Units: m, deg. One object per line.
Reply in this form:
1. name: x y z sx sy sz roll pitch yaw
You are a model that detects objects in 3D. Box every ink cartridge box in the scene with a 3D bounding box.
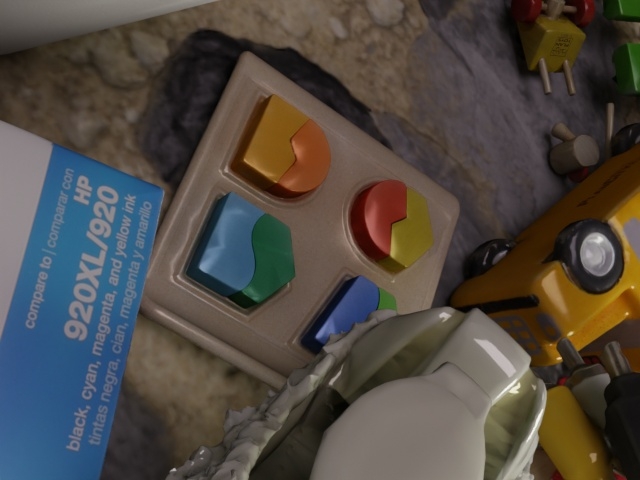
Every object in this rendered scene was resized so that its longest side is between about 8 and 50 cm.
1. ink cartridge box: -0.214 0.034 0.395 0.233 0.171 0.168 23 60 -28

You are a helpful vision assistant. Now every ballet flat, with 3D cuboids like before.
1. ballet flat: 0.034 0.099 0.426 0.147 0.147 0.409 61 22 0

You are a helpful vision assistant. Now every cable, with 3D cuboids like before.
1. cable: 0.205 0.171 0.554 0.139 0.072 0.287 -8 63 -11

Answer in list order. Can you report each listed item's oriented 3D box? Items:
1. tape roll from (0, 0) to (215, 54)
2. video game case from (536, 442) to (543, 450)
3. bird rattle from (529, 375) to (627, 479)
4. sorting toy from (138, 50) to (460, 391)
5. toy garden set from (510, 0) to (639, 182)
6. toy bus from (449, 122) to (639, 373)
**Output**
1. tape roll: -0.131 -0.226 0.502 0.246 0.169 0.246 19 69 -59
2. video game case: 0.161 0.213 0.691 0.190 0.022 0.173 6 69 -34
3. bird rattle: 0.146 0.192 0.601 0.207 0.143 0.253 10 63 -14
4. sorting toy: 0.000 0.000 0.649 0.193 0.038 0.208 32 56 -21
5. toy garden set: 0.256 -0.107 0.869 0.204 0.049 0.244 -2 80 -28
6. toy bus: 0.252 -0.009 0.757 0.333 0.108 0.130 -37 100 -28
